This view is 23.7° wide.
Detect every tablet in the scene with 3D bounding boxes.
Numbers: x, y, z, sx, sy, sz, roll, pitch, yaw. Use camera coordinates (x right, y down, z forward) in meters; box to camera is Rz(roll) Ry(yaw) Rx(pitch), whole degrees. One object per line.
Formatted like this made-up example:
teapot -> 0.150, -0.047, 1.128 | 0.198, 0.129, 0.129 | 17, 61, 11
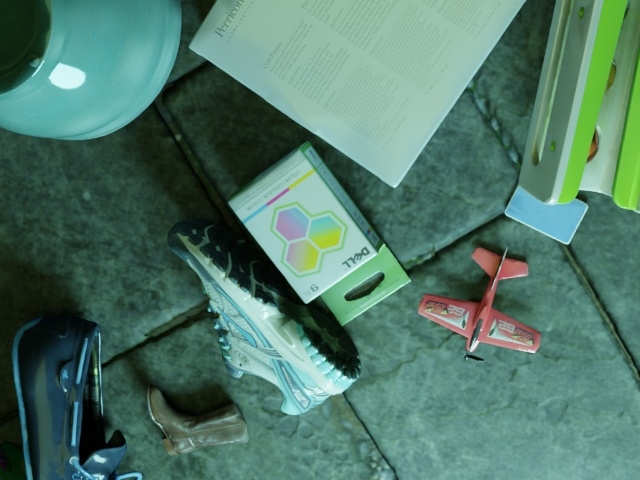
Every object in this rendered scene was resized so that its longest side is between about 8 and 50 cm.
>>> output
tablet -> 0.261, -0.036, 1.760 | 0.083, 0.006, 0.054 | 26, 108, 4

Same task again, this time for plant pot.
plant pot -> -0.326, -0.250, 1.689 | 0.293, 0.196, 0.293 | 3, 99, 18

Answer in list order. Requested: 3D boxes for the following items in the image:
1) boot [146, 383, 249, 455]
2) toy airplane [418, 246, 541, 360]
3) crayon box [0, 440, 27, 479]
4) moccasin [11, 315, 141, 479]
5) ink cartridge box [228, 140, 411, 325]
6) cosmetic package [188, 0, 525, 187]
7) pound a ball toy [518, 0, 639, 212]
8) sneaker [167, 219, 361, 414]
boot -> -0.149, 0.213, 1.888 | 0.114, 0.037, 0.106 | -13, 115, 17
toy airplane -> 0.193, 0.072, 1.790 | 0.151, 0.028, 0.151 | 2, 105, 9
crayon box -> -0.437, 0.414, 1.929 | 0.081, 0.165, 0.278 | 23, 107, 4
moccasin -> -0.296, 0.263, 1.879 | 0.116, 0.138, 0.342 | -7, 104, 8
ink cartridge box -> 0.000, 0.000, 1.789 | 0.109, 0.062, 0.209 | -35, 97, 16
cosmetic package -> 0.074, -0.294, 1.679 | 0.284, 0.097, 0.377 | 34, 108, -2
pound a ball toy -> 0.339, -0.151, 1.668 | 0.208, 0.136, 0.319 | 4, 107, -17
sneaker -> -0.090, 0.098, 1.811 | 0.283, 0.110, 0.122 | 45, 111, -3
